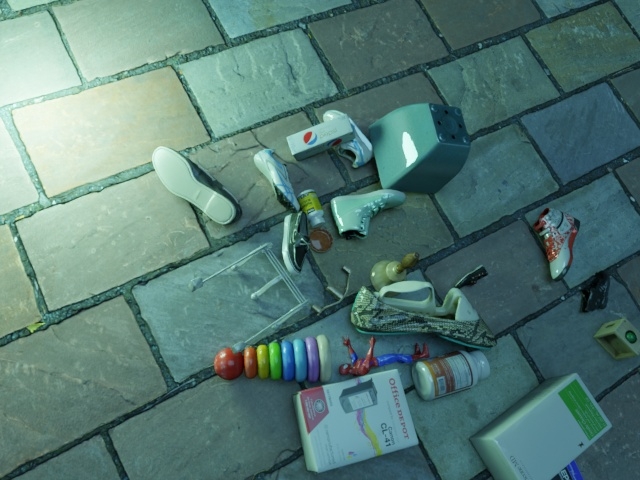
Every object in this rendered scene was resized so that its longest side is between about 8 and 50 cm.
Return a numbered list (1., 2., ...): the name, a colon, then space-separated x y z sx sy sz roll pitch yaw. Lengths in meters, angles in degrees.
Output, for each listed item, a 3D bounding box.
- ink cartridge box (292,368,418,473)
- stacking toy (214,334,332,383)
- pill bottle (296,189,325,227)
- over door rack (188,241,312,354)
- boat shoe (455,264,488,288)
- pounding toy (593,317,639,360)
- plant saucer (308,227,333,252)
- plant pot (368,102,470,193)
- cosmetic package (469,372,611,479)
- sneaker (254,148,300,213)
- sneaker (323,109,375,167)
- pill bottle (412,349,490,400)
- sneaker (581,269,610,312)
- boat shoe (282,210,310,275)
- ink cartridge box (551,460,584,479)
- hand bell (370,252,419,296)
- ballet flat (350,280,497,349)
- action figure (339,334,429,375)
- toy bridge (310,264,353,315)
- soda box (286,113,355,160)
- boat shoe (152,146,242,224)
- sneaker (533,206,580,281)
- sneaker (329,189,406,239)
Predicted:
1. ink cartridge box: 0.094 0.511 1.675 0.306 0.131 0.226 -10 73 -16
2. stacking toy: -0.138 0.352 1.686 0.330 0.141 0.141 -3 71 -8
3. pill bottle: -0.028 -0.101 1.902 0.065 0.065 0.116 -18 76 -19
4. over door rack: -0.208 0.166 1.722 0.324 0.108 0.239 -29 79 -42
5. boat shoe: 0.505 0.128 1.957 0.133 0.049 0.042 -28 71 -26
6. pounding toy: 1.029 0.326 1.963 0.100 0.141 0.130 -40 84 -23
7. plant saucer: 0.000 0.000 1.900 0.083 0.013 0.083 5 69 -12
8. plant pot: 0.349 -0.322 1.941 0.247 0.252 0.248 0 70 -33
9. cosmetic package: 0.664 0.583 1.775 0.365 0.155 0.197 -29 81 -23
10. sneaker: -0.127 -0.196 1.902 0.086 0.085 0.237 -29 81 -17
11. sneaker: 0.084 -0.352 2.010 0.092 0.087 0.229 -39 82 -22
12. pill bottle: 0.400 0.406 1.792 0.216 0.121 0.121 -11 73 -18
13. sneaker: 0.957 0.176 2.049 0.089 0.051 0.170 16 71 -13
14. boat shoe: -0.071 0.004 1.820 0.078 0.070 0.219 36 42 -47
15. ink cartridge box: 0.745 0.795 1.777 0.208 0.045 0.206 -17 75 -20
16. hand bell: 0.248 0.084 1.805 0.126 0.242 0.126 4 70 -12
17. ballet flat: 0.337 0.220 1.805 0.482 0.164 0.182 9 103 -9
18. action figure: 0.178 0.330 1.783 0.280 0.091 0.139 -13 81 -19
19. toy bridge: 0.046 0.165 1.844 0.063 0.026 0.188 39 67 1
20. soda box: 0.003 -0.341 1.947 0.216 0.074 0.069 -20 77 6
21. boat shoe: -0.384 -0.167 1.837 0.335 0.095 0.112 40 102 7
22. sneaker: 0.808 0.006 2.056 0.145 0.090 0.270 28 63 -2
23. sneaker: 0.168 -0.077 1.924 0.256 0.094 0.151 -9 67 -6
